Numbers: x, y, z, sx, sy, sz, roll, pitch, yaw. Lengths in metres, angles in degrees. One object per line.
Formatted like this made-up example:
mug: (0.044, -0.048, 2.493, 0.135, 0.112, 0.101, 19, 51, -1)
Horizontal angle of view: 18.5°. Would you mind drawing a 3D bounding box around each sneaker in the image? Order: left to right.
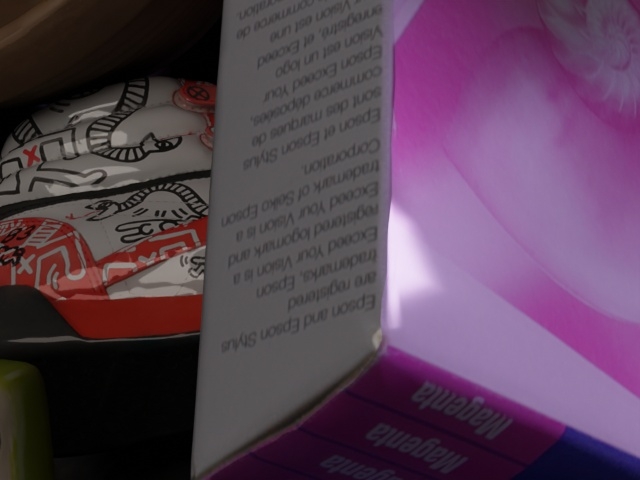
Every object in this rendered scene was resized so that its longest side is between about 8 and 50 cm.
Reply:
sneaker: (-0.001, -0.001, 0.726, 0.270, 0.090, 0.145, -4, 47, 6)

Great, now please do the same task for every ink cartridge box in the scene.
ink cartridge box: (0.106, 0.016, 0.545, 0.071, 0.324, 0.330, -21, 57, 39)

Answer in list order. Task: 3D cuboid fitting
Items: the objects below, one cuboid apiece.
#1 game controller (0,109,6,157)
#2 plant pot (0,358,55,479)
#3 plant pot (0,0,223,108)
game controller: (-0.219, -0.040, 0.856, 0.167, 0.067, 0.319, -9, 62, 1)
plant pot: (-0.190, 0.150, 0.604, 0.228, 0.207, 0.227, 4, 60, -21)
plant pot: (-0.104, -0.138, 0.799, 0.237, 0.110, 0.237, -17, 54, 24)
